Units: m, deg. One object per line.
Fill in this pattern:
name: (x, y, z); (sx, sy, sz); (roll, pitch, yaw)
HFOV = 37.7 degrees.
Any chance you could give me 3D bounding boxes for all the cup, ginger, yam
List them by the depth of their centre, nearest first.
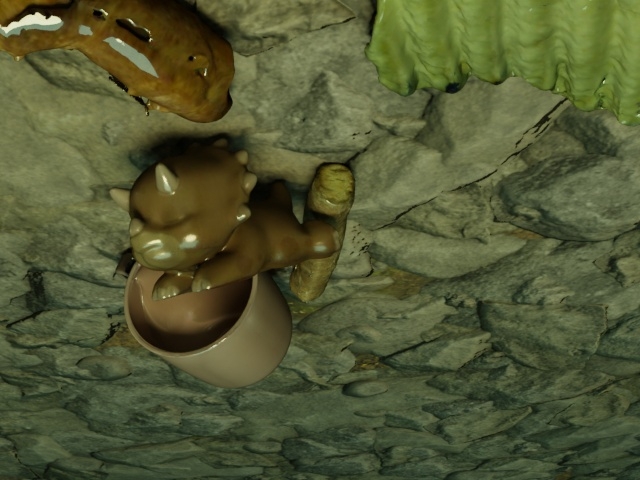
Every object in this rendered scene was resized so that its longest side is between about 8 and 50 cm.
ginger: (-0.192, -0.186, 0.882); (0.309, 0.107, 0.133); (15, 133, -34)
yam: (0.000, 0.000, 1.258); (0.066, 0.066, 0.300); (3, 151, -7)
cup: (-0.172, 0.093, 1.330); (0.252, 0.191, 0.200); (20, 163, 25)

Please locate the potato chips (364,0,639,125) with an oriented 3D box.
potato chips: (0.241, -0.223, 0.838); (0.373, 0.097, 0.389); (10, 151, -7)

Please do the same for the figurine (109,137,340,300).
figurine: (-0.120, -0.035, 1.106); (0.247, 0.173, 0.177); (-15, 180, -28)
